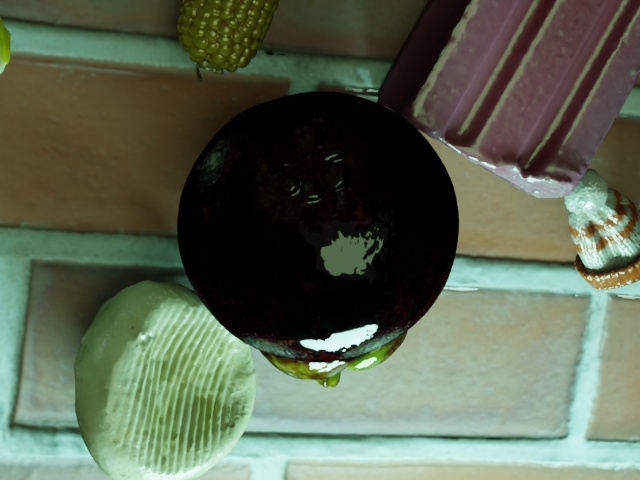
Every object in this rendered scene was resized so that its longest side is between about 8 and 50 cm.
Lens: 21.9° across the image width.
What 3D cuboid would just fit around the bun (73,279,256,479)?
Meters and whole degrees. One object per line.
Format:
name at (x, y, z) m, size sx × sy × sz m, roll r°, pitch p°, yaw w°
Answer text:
bun at (-0.178, 0.153, 1.774) m, size 0.231 × 0.133 × 0.231 m, roll -1°, pitch 92°, yaw -41°

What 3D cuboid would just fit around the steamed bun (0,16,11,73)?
steamed bun at (-0.480, -0.176, 1.498) m, size 0.334 × 0.334 × 0.374 m, roll -47°, pitch 112°, yaw -3°

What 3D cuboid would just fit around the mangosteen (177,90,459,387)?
mangosteen at (0.009, -0.009, 1.729) m, size 0.297 × 0.297 × 0.313 m, roll -60°, pitch 148°, yaw 3°

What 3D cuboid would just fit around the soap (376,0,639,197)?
soap at (0.251, -0.243, 1.823) m, size 0.233 × 0.128 × 0.360 m, roll 29°, pitch 92°, yaw -21°

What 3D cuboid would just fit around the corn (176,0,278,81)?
corn at (-0.070, -0.310, 1.717) m, size 0.101 × 0.101 × 0.310 m, roll 19°, pitch 94°, yaw -22°

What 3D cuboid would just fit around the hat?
hat at (0.325, -0.025, 1.906) m, size 0.112 × 0.093 × 0.162 m, roll -44°, pitch 124°, yaw -9°
